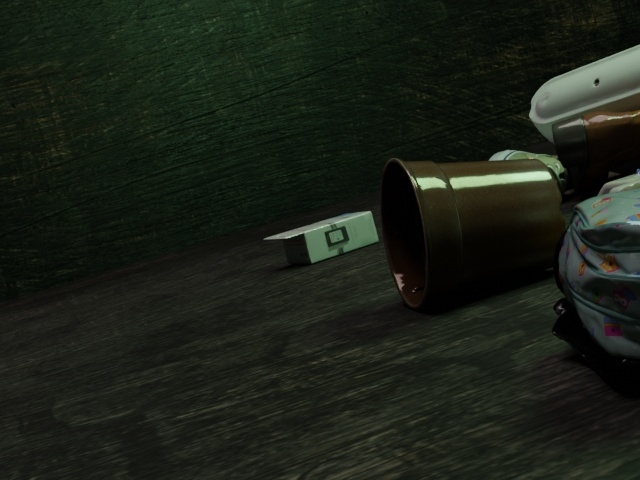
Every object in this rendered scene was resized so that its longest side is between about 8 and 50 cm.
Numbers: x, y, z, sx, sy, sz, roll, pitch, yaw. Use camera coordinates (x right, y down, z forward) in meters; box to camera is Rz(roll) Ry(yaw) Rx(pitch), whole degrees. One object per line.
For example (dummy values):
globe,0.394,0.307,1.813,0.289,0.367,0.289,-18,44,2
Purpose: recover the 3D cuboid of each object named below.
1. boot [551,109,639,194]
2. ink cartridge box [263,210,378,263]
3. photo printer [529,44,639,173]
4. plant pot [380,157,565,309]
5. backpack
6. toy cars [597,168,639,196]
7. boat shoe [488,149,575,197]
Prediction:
boot,0.526,-0.161,1.542,0.281,0.096,0.264,-11,-23,21
ink cartridge box,0.000,0.000,1.781,0.180,0.060,0.104,-18,7,-25
photo printer,0.527,-0.212,1.647,0.256,0.107,0.308,22,-22,-30
plant pot,0.168,-0.018,1.077,0.165,0.166,0.167,-8,4,-10
backpack,0.227,0.023,0.662,0.152,0.115,0.182,-11,9,12
toy cars,0.347,-0.035,1.045,0.177,0.087,0.394,-13,6,19
boat shoe,0.366,-0.108,1.645,0.094,0.109,0.302,-9,5,35
